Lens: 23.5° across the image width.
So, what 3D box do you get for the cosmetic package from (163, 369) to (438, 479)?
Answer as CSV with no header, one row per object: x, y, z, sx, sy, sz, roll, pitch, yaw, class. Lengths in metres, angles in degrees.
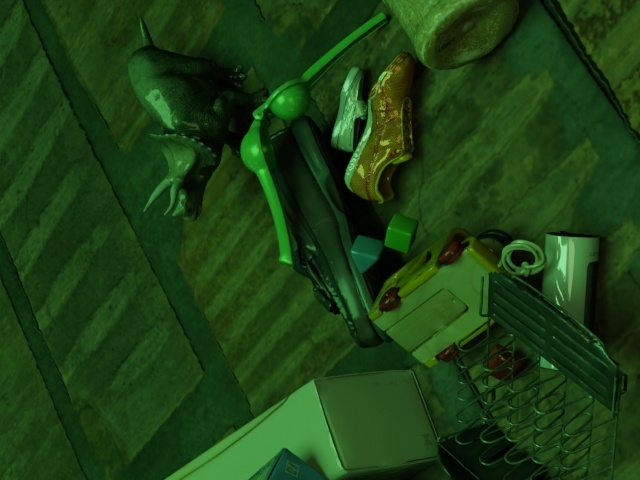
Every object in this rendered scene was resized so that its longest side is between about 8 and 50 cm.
-0.026,0.263,1.756,0.309,0.160,0.113,-38,63,40,cosmetic package

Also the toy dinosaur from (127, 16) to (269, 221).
-0.169,-0.181,1.900,0.121,0.160,0.313,-43,61,39,toy dinosaur

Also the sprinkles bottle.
0.078,-0.348,1.652,0.121,0.121,0.355,-51,56,36,sprinkles bottle

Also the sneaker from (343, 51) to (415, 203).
0.082,-0.125,1.712,0.067,0.064,0.175,24,115,24,sneaker

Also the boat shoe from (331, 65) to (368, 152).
0.040,-0.149,1.769,0.035,0.035,0.100,18,102,18,boat shoe

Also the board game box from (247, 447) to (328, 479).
-0.017,0.412,1.674,0.308,0.086,0.302,39,129,-8,board game box

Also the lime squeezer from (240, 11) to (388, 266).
-0.028,-0.130,1.722,0.110,0.059,0.310,12,74,36,lime squeezer

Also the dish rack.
0.206,0.171,1.501,0.208,0.074,0.271,38,143,39,dish rack

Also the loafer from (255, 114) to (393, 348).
0.000,0.000,1.743,0.095,0.109,0.302,-26,60,11,loafer

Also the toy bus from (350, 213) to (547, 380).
0.146,0.039,1.602,0.202,0.104,0.191,6,129,18,toy bus

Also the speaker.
0.246,0.059,1.527,0.055,0.055,0.136,8,96,47,speaker
